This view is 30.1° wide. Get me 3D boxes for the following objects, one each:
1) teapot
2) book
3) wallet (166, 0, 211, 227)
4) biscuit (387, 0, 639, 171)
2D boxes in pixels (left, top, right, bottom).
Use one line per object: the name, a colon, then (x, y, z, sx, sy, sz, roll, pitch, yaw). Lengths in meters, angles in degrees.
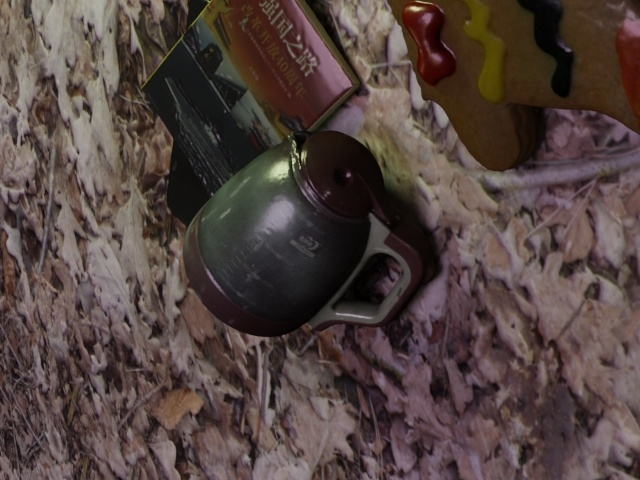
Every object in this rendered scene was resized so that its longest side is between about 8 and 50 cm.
teapot: (0.000, 0.000, 1.702, 0.315, 0.233, 0.312, 43, 136, -4)
book: (-0.120, -0.238, 1.840, 0.374, 0.028, 0.262, -41, 77, 42)
wallet: (-0.167, -0.193, 1.972, 0.228, 0.062, 0.406, 38, 129, 41)
biscuit: (0.230, -0.239, 1.326, 0.394, 0.076, 0.368, 6, 121, 50)
